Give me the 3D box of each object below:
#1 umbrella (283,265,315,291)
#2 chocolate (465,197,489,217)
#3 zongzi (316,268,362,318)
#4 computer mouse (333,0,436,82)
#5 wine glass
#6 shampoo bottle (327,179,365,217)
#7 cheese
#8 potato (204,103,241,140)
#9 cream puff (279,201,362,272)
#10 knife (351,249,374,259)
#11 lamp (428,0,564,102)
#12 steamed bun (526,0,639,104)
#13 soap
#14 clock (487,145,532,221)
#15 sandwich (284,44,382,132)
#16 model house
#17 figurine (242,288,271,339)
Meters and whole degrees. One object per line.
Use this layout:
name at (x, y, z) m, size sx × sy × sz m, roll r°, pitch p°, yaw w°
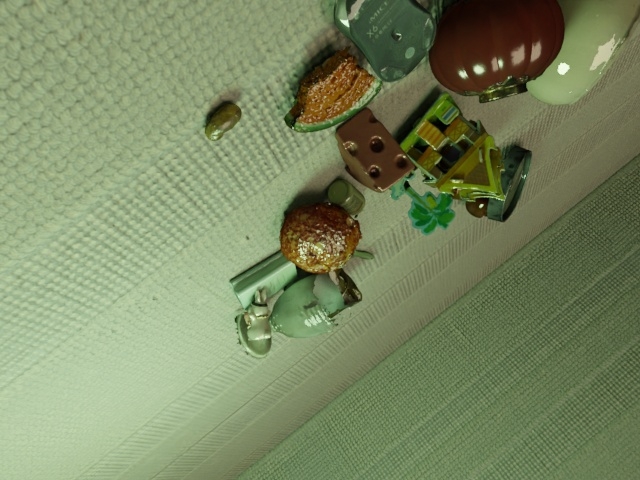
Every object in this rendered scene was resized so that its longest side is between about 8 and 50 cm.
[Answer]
umbrella at (-0.033, 0.073, 1.574) m, size 0.067 × 0.073 × 0.338 m, roll -3°, pitch 135°, yaw -40°
chocolate at (0.675, -0.160, 2.006) m, size 0.127 × 0.124 × 0.133 m, roll -1°, pitch 149°, yaw 4°
zongzi at (-0.028, 0.178, 1.702) m, size 0.273 × 0.145 × 0.300 m, roll -35°, pitch 133°, yaw 4°
computer mouse at (0.112, -0.467, 0.973) m, size 0.167 × 0.090 × 0.379 m, roll -44°, pitch 145°, yaw 11°
wine glass at (-0.090, 0.241, 1.543) m, size 0.356 × 0.191 × 0.190 m, roll -25°, pitch 157°, yaw 22°
shampoo bottle at (0.088, -0.120, 1.434) m, size 0.079 × 0.079 × 0.162 m, roll -45°, pitch 151°, yaw 10°
cheese at (0.129, -0.226, 1.313) m, size 0.128 × 0.203 × 0.177 m, roll -40°, pitch -178°, yaw -6°
potato at (-0.199, -0.239, 0.971) m, size 0.092 × 0.045 × 0.046 m, roll -41°, pitch -173°, yaw 7°
cream puff at (0.000, 0.001, 1.371) m, size 0.239 × 0.164 × 0.240 m, roll -12°, pitch 137°, yaw -11°
knife at (0.127, 0.052, 1.785) m, size 0.043 × 0.020 × 0.293 m, roll -47°, pitch 150°, yaw 17°
lamp at (0.406, -0.461, 1.127) m, size 0.302 × 0.257 × 0.303 m, roll -15°, pitch -171°, yaw 2°
steamed bun at (0.656, -0.557, 1.274) m, size 0.374 × 0.241 × 0.375 m, roll 25°, pitch 90°, yaw -86°
soap at (-0.173, 0.124, 1.490) m, size 0.197 × 0.067 × 0.119 m, roll -31°, pitch 148°, yaw -14°
clock at (0.782, -0.228, 1.985) m, size 0.318 × 0.066 × 0.319 m, roll -39°, pitch 141°, yaw -39°
sandwich at (0.014, -0.328, 1.059) m, size 0.235 × 0.079 × 0.159 m, roll -40°, pitch 148°, yaw -1°
model house at (0.369, -0.186, 1.414) m, size 0.358 × 0.313 × 0.242 m, roll -47°, pitch 156°, yaw 15°
figurine at (-0.201, 0.226, 1.447) m, size 0.098 × 0.146 × 0.081 m, roll -13°, pitch 173°, yaw 21°
